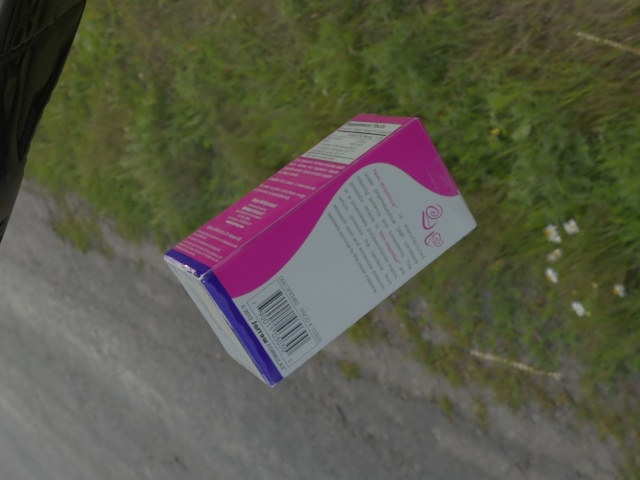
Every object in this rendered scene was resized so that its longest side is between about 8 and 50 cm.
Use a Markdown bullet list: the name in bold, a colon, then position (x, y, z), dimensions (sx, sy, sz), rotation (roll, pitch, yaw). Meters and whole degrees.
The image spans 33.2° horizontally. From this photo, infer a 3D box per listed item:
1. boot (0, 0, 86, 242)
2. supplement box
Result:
- **boot**: position (-0.299, -0.131, 0.618), dimensions (0.284, 0.138, 0.377), rotation (23, 111, 0)
- **supplement box**: position (0.000, 0.000, 0.885), dimensions (0.111, 0.220, 0.114), rotation (59, 165, -20)
